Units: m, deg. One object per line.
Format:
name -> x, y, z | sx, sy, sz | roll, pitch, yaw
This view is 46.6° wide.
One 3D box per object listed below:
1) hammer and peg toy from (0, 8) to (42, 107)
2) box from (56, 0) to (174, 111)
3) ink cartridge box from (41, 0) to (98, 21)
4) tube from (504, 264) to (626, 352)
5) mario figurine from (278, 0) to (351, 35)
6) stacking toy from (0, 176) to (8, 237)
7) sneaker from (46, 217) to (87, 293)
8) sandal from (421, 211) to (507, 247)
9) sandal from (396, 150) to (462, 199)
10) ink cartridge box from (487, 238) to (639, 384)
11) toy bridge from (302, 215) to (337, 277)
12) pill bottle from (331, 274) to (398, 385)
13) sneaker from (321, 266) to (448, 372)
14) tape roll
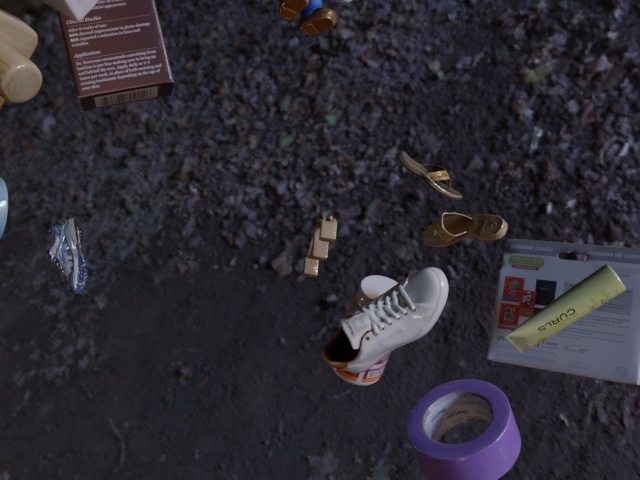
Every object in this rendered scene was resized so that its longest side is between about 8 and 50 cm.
hammer and peg toy -> -0.396, -0.097, 0.500 | 0.127, 0.361, 0.266 | 40, 102, 25
box -> -0.430, -0.467, 1.482 | 0.191, 0.382, 0.143 | -13, 2, -14
ink cartridge box -> -0.223, -0.284, 0.614 | 0.061, 0.181, 0.104 | 32, 76, 15
tube -> 0.474, 0.139, 1.446 | 0.240, 0.070, 0.062 | -36, 6, 13
mario figurine -> -0.016, -0.613, 1.583 | 0.170, 0.198, 0.321 | -5, 65, 5
stacking toy -> -0.648, -0.153, 1.423 | 0.309, 0.130, 0.280 | 45, 119, 44
sneaker -> -0.444, 0.031, 1.299 | 0.058, 0.052, 0.135 | -11, 74, -1
sandal -> 0.319, -0.042, 1.754 | 0.240, 0.079, 0.088 | -3, 58, 46
sandal -> 0.247, -0.147, 1.636 | 0.049, 0.180, 0.072 | -51, 13, 16
ink cartridge box -> 0.537, 0.147, 1.582 | 0.309, 0.130, 0.272 | 6, 84, 32
toy bridge -> 0.000, 0.000, 1.199 | 0.026, 0.188, 0.063 | 9, 67, -7
pill bottle -> 0.103, 0.190, 1.575 | 0.121, 0.121, 0.221 | -120, 39, -47
sneaker -> 0.117, 0.157, 1.410 | 0.290, 0.123, 0.106 | -47, 54, 23
tape roll -> 0.254, 0.341, 1.323 | 0.188, 0.080, 0.189 | -19, 28, 10
